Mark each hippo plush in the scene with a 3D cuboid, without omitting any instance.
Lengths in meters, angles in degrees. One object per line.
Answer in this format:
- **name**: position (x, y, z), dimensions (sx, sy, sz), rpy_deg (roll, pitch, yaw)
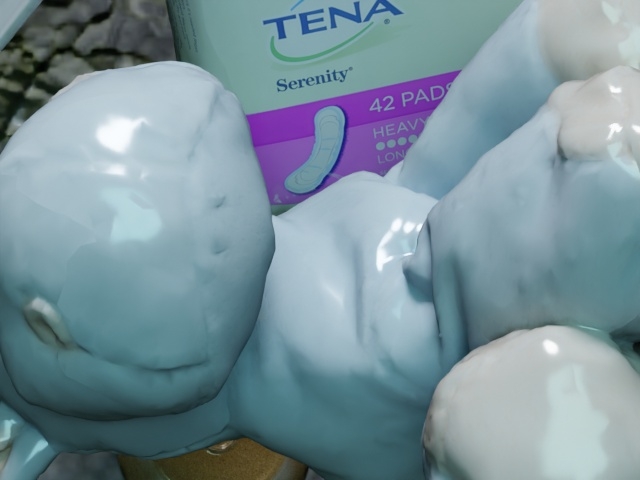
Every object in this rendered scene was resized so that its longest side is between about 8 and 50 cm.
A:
- **hippo plush**: position (0.000, 0.000, 0.664), dimensions (0.237, 0.294, 0.234), rpy_deg (15, 72, 0)

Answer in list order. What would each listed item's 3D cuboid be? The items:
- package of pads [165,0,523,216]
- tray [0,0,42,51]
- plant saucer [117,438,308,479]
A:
- **package of pads**: position (0.077, -0.149, 0.732), dimensions (0.297, 0.229, 0.101), rpy_deg (-14, 33, -5)
- **tray**: position (-0.136, -0.142, 0.706), dimensions (0.030, 0.270, 0.145), rpy_deg (-16, 76, -40)
- **plant saucer**: position (-0.044, 0.081, 0.772), dimensions (0.083, 0.015, 0.083), rpy_deg (3, 74, -9)
